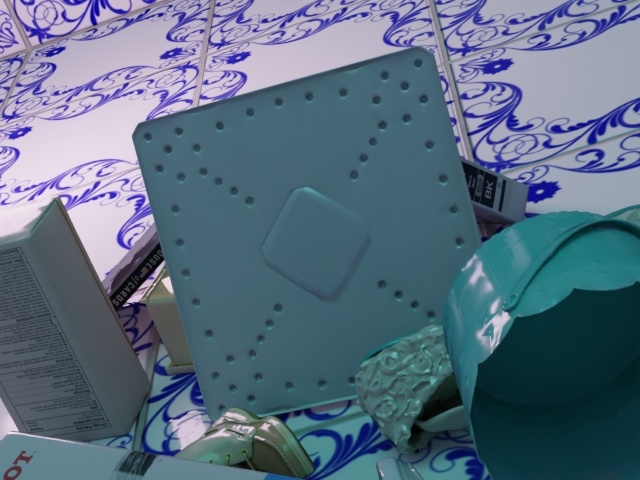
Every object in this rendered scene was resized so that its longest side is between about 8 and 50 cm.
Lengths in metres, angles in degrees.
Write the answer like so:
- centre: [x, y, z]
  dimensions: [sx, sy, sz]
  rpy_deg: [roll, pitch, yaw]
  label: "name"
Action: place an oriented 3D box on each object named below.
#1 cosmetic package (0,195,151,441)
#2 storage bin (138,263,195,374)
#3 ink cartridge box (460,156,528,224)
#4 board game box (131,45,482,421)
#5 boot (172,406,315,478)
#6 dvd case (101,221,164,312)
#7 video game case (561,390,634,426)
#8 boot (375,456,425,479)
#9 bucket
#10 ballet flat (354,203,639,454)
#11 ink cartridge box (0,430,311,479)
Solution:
- centre: [-0.360, 0.111, 1.866]
  dimensions: [0.160, 0.309, 0.113]
  rpy_deg: [-10, 29, 20]
  label: "cosmetic package"
- centre: [-0.071, 0.048, 1.976]
  dimensions: [0.262, 0.123, 0.260]
  rpy_deg: [-8, 29, 27]
  label: "storage bin"
- centre: [0.119, -0.086, 1.912]
  dimensions: [0.165, 0.065, 0.333]
  rpy_deg: [5, -8, 41]
  label: "ink cartridge box"
- centre: [0.000, 0.000, 1.741]
  dimensions: [0.390, 0.390, 0.050]
  rpy_deg: [-13, 5, 17]
  label: "board game box"
- centre: [-0.112, 0.267, 1.632]
  dimensions: [0.165, 0.077, 0.213]
  rpy_deg: [-34, 17, -23]
  label: "boot"
- centre: [-0.271, 0.039, 2.101]
  dimensions: [0.179, 0.029, 0.239]
  rpy_deg: [-48, 10, -4]
  label: "dvd case"
- centre: [0.351, 0.131, 1.608]
  dimensions: [0.193, 0.023, 0.212]
  rpy_deg: [-16, 27, 12]
  label: "video game case"
- centre: [0.144, 0.290, 1.408]
  dimensions: [0.123, 0.095, 0.258]
  rpy_deg: [-18, 34, -6]
  label: "boot"
- centre: [0.256, 0.115, 1.415]
  dimensions: [0.281, 0.281, 0.183]
  rpy_deg: [-21, 31, 3]
  label: "bucket"
- centre: [0.232, 0.115, 1.595]
  dimensions: [0.409, 0.147, 0.147]
  rpy_deg: [-31, 25, 11]
  label: "ballet flat"
- centre: [-0.186, 0.353, 1.346]
  dimensions: [0.395, 0.166, 0.285]
  rpy_deg: [6, 40, 25]
  label: "ink cartridge box"
